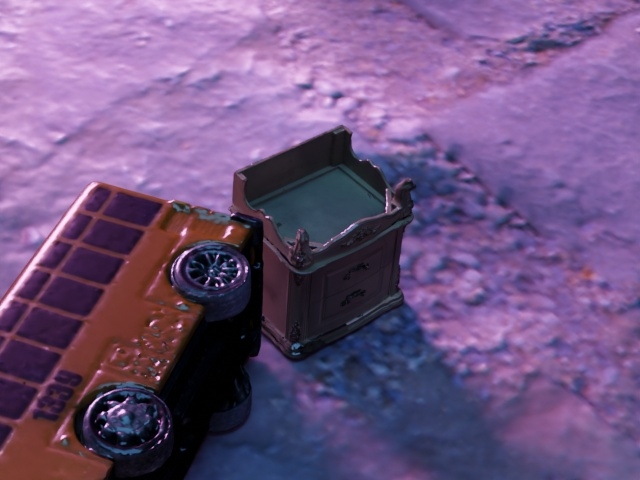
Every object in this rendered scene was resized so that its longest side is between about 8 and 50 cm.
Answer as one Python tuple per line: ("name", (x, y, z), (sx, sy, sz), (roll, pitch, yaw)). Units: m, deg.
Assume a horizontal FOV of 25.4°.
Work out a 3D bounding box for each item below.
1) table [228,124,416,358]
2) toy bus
("table", (0.000, 0.000, 0.724), (0.079, 0.083, 0.062), (-26, 50, -30))
("toy bus", (-0.104, 0.072, 0.629), (0.114, 0.098, 0.201), (15, 44, 12))
